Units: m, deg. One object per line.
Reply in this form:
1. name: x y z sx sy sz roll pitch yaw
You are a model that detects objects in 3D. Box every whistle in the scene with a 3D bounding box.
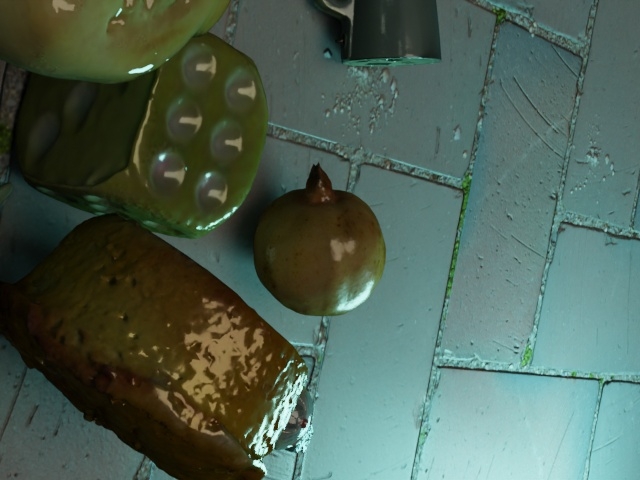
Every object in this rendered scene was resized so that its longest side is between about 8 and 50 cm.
1. whistle: -0.052 0.284 1.880 0.123 0.122 0.223 -63 150 -18

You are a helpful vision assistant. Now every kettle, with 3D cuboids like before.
1. kettle: 0.083 -0.399 1.885 0.210 0.160 0.243 -4 94 -19

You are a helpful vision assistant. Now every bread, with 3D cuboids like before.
1. bread: -0.206 0.138 1.458 0.215 0.398 0.398 -52 132 -15
2. bread: -0.307 -0.342 1.267 0.348 0.376 0.253 -32 139 -46

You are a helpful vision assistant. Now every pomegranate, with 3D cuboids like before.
1. pomegranate: -0.001 0.016 1.812 0.207 0.207 0.207 -12 107 -46

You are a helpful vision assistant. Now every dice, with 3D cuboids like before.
1. dice: -0.221 -0.143 1.505 0.226 0.233 0.238 24 80 -49

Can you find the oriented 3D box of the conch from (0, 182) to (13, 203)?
1. conch: -0.439 -0.018 1.425 0.180 0.088 0.065 -55 177 -34
